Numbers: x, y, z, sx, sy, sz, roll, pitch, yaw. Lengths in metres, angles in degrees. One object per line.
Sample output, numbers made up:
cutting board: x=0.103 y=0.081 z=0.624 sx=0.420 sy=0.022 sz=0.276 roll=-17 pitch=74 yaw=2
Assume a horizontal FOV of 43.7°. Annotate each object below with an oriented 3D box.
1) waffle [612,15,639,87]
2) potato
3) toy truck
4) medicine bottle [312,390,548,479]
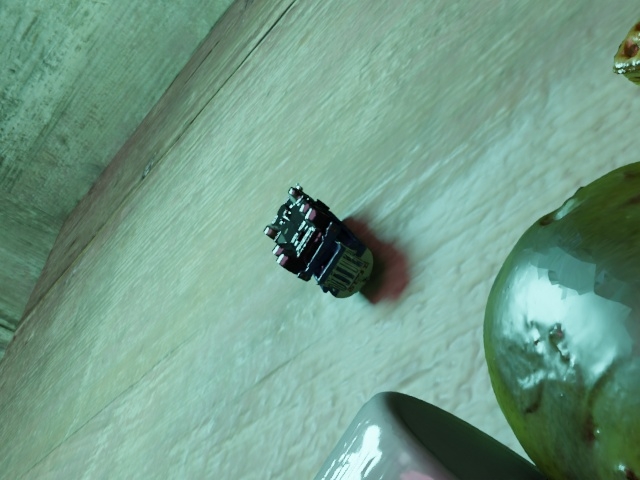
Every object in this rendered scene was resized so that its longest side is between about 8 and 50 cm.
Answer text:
waffle: x=0.279 y=-0.151 z=0.544 sx=0.102 sy=0.042 sz=0.148 roll=-59 pitch=23 yaw=-3
potato: x=0.173 y=0.052 z=0.387 sx=0.228 sy=0.148 sz=0.197 roll=-94 pitch=28 yaw=-54
toy truck: x=0.000 y=0.000 z=0.876 sx=0.074 sy=0.088 sz=0.202 roll=-59 pitch=19 yaw=7
medicine bottle: x=0.008 y=0.260 z=0.384 sx=0.340 sy=0.208 sz=0.208 roll=-58 pitch=23 yaw=4
